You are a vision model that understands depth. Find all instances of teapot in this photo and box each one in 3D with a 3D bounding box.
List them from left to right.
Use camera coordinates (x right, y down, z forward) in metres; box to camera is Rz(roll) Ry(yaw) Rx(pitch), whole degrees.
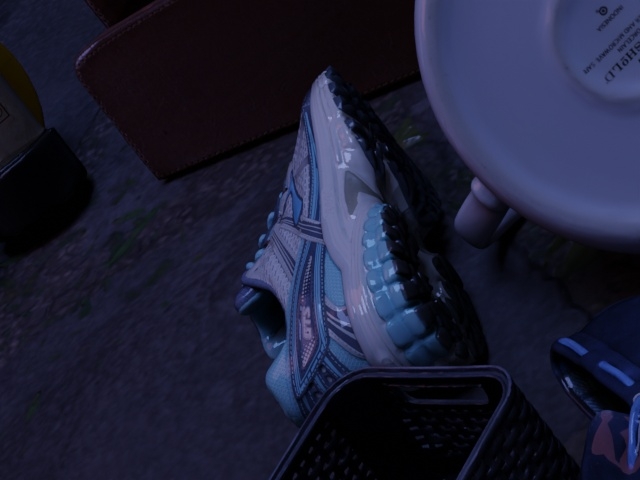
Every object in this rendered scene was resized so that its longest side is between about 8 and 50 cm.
[{"bbox_3d":[0.179,-0.116,0.999,0.256,0.252,0.187,0,12,24],"label":"teapot"}]

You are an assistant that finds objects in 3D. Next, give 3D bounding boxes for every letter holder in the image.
[{"bbox_3d":[-0.039,-0.208,1.353,0.302,0.214,0.152,-20,33,29],"label":"letter holder"}]

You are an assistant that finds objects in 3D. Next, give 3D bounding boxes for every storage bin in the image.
[{"bbox_3d":[0.031,0.151,0.885,0.122,0.084,0.180,-5,42,46],"label":"storage bin"}]

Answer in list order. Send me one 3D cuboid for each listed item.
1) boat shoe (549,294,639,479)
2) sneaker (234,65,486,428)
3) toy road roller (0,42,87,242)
[{"bbox_3d":[0.152,0.105,0.808,0.089,0.109,0.258,-17,16,3],"label":"boat shoe"},{"bbox_3d":[0.000,0.000,1.120,0.122,0.110,0.283,-34,28,14],"label":"sneaker"},{"bbox_3d":[-0.362,-0.037,1.506,0.329,0.202,0.240,-42,16,-18],"label":"toy road roller"}]
